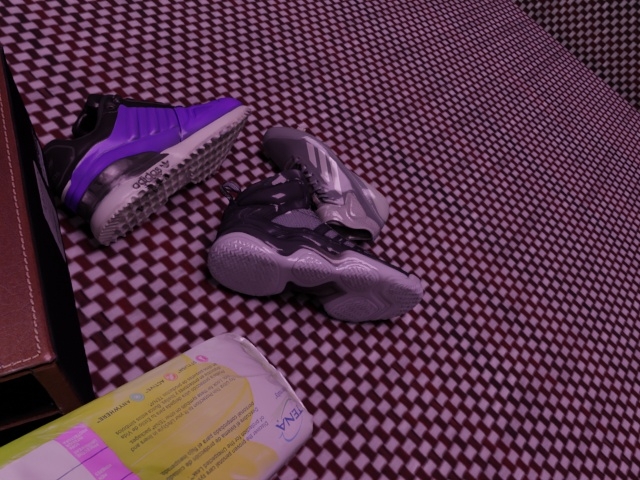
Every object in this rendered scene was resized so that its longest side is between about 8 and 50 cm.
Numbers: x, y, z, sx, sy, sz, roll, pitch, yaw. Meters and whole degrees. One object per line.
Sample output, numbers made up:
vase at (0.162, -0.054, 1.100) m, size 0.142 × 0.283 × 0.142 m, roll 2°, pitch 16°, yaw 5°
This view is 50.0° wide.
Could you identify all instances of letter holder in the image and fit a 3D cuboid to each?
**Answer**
letter holder at (-0.318, 0.023, 0.530) m, size 0.215 × 0.152 × 0.301 m, roll -15°, pitch 59°, yaw -14°

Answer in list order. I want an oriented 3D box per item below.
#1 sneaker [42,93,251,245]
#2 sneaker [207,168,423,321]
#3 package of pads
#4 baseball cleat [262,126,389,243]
sneaker at (-0.200, -0.125, 0.795) m, size 0.146 × 0.102 × 0.293 m, roll 39°, pitch 40°, yaw 3°
sneaker at (0.000, 0.000, 0.823) m, size 0.269 × 0.101 × 0.153 m, roll 15°, pitch 48°, yaw -22°
package of pads at (-0.152, 0.187, 0.397) m, size 0.101 × 0.229 × 0.296 m, roll 46°, pitch 28°, yaw 11°
baseball cleat at (-0.001, -0.073, 0.919) m, size 0.206 × 0.072 × 0.109 m, roll 32°, pitch 47°, yaw -2°
